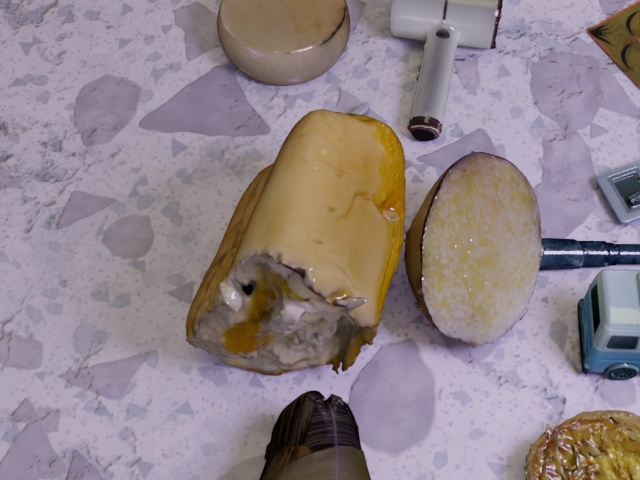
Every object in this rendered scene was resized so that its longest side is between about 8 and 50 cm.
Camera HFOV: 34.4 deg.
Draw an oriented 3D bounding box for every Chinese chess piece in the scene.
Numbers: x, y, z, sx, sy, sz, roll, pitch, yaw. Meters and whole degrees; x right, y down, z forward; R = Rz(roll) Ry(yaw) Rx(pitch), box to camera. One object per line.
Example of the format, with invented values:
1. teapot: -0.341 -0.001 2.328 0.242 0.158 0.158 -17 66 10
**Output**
1. Chinese chess piece: -0.069 -0.404 1.936 0.250 0.097 0.251 -1 57 1

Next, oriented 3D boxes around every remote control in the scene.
1. remote control: 0.620 -0.109 1.746 0.293 0.051 0.103 -18 58 -4

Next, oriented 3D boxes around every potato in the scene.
1. potato: 0.230 0.016 1.616 0.239 0.116 0.299 14 82 -25

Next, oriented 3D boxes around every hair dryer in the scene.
1. hair dryer: 0.210 -0.324 1.872 0.203 0.128 0.362 10 66 8

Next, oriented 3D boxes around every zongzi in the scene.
1. zongzi: -0.073 0.341 1.377 0.317 0.154 0.289 8 47 -32

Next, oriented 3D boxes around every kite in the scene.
1. kite: 0.662 -0.369 1.930 0.327 0.013 0.378 9 59 9

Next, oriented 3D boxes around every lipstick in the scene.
1. lipstick: 0.464 0.025 1.670 0.234 0.053 0.053 2 58 0

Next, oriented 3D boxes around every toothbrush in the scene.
1. toothbrush: -0.020 -0.157 1.823 0.286 0.025 0.020 -38 66 -18

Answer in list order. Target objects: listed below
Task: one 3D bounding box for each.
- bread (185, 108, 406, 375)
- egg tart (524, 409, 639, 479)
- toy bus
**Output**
1. bread: 0.000 0.000 1.541 0.250 0.361 0.394 28 58 -11
2. egg tart: 0.406 0.357 1.438 0.232 0.098 0.252 -41 61 -14
3. toy bus: 0.533 0.121 1.535 0.271 0.165 0.133 2 58 4
